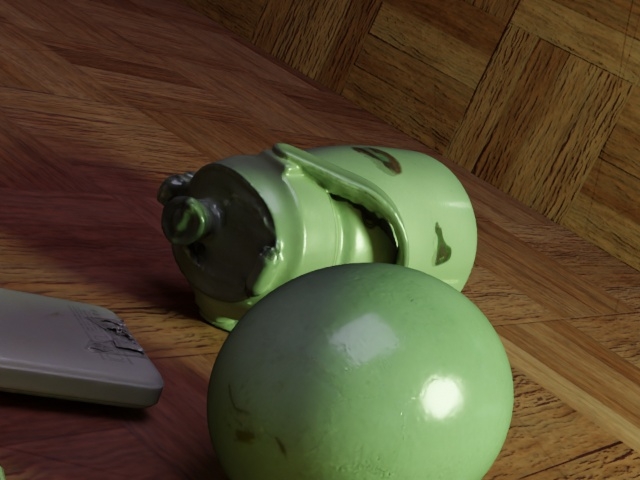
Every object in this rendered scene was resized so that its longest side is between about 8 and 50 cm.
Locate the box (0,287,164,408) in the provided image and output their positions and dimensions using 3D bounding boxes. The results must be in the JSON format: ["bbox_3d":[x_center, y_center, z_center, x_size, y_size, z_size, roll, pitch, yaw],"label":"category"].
[{"bbox_3d":[-0.264,0.069,0.859,0.285,0.044,0.142,14,17,-34],"label":"box"}]

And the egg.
[{"bbox_3d":[0.034,0.117,0.855,0.203,0.203,0.282,34,22,29],"label":"egg"}]

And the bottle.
[{"bbox_3d":[0.000,0.000,1.175,0.229,0.229,0.351,35,19,31],"label":"bottle"}]

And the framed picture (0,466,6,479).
[{"bbox_3d":[-0.257,0.157,0.641,0.183,0.011,0.142,16,18,-30],"label":"framed picture"}]
